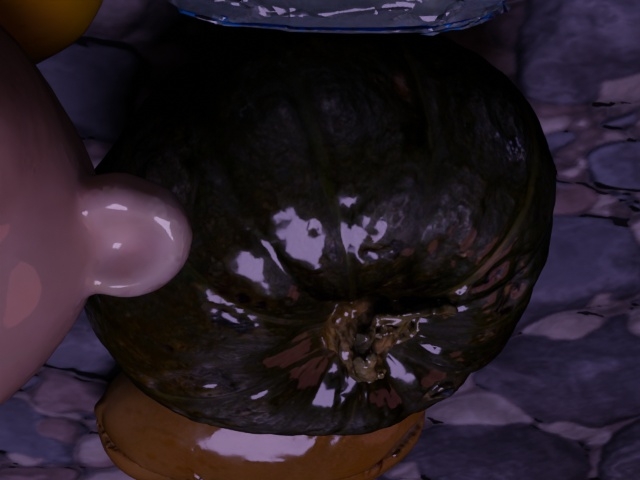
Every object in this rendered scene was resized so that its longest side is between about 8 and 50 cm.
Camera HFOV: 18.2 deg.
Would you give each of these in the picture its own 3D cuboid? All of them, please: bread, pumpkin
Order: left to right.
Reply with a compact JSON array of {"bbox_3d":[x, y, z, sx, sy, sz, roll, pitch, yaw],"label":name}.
[{"bbox_3d":[-0.030,0.104,1.101,0.189,0.077,0.114,0,137,-2],"label":"bread"},{"bbox_3d":[0.000,0.000,0.903,0.224,0.157,0.223,-12,142,-10],"label":"pumpkin"}]

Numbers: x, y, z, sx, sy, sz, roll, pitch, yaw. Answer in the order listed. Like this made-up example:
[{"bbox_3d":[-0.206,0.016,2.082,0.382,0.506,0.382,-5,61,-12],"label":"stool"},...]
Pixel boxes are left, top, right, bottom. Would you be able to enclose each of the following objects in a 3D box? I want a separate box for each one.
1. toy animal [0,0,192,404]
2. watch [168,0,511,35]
[{"bbox_3d":[-0.234,-0.005,0.743,0.345,0.246,0.277,-19,176,19],"label":"toy animal"},{"bbox_3d":[0.047,-0.180,0.720,0.276,0.068,0.274,-1,147,6],"label":"watch"}]
